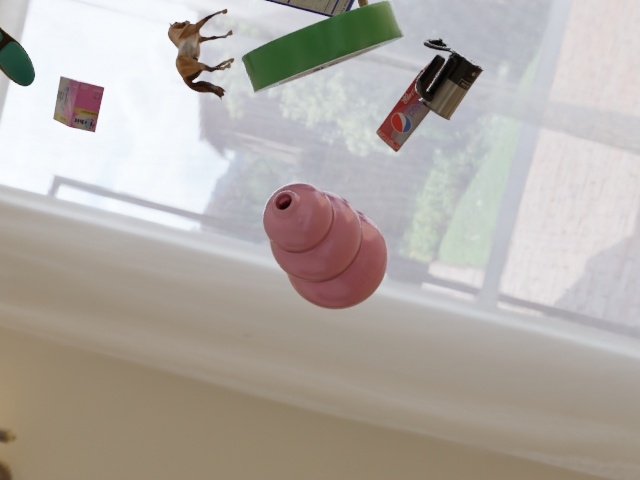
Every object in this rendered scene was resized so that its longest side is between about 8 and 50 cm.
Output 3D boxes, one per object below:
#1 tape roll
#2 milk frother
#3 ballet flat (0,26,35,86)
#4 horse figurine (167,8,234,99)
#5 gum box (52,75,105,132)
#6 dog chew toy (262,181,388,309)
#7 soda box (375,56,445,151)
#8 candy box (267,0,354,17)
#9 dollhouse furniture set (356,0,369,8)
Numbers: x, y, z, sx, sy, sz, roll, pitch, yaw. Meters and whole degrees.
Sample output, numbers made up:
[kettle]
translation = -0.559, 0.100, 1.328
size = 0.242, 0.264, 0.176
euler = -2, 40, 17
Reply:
[tape roll]
translation = 0.003, -0.383, 1.747
size = 0.321, 0.321, 0.077
euler = -91, -19, -80
[milk frother]
translation = 0.266, -0.366, 1.957
size = 0.135, 0.129, 0.143
euler = -56, 24, 18
[ballet flat]
translation = -0.773, -0.470, 2.111
size = 0.080, 0.073, 0.232
euler = -47, -52, -19
[horse figurine]
translation = -0.300, -0.464, 2.177
size = 0.066, 0.174, 0.263
euler = 54, -154, -63
[gum box]
translation = -0.568, -0.320, 2.054
size = 0.188, 0.062, 0.107
euler = 26, 104, 57
[dog chew toy]
translation = 0.000, 0.000, 1.667
size = 0.332, 0.206, 0.207
euler = 47, -130, -56
[soda box]
translation = 0.249, -0.353, 2.295
size = 0.092, 0.083, 0.263
euler = -48, -2, -42
[candy box]
translation = -0.064, -0.658, 1.934
size = 0.122, 0.317, 0.268
euler = 130, 148, -64
[dollhouse furniture set]
translation = 0.093, -0.721, 2.540
size = 0.081, 0.091, 0.114
euler = -89, -17, -53
